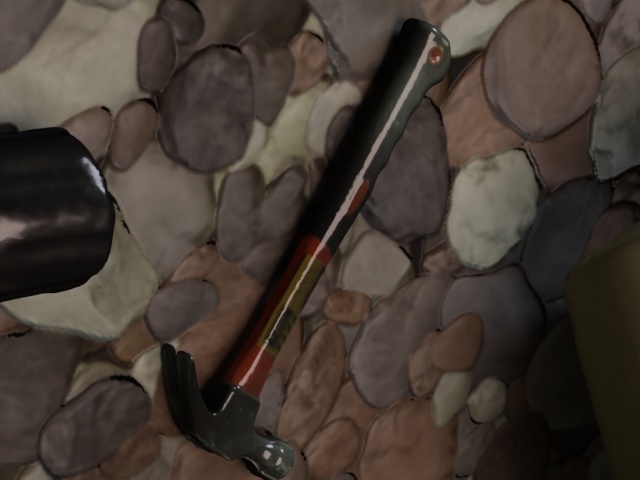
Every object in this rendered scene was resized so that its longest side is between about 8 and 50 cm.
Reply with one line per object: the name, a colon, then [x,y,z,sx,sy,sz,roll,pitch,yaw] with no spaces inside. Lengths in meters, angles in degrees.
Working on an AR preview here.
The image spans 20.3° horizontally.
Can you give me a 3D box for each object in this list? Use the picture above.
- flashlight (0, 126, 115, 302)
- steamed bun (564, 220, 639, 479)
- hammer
flashlight: [-0.291,0.009,0.835,0.424,0.103,0.103,-11,111,-34]
steamed bun: [0.401,0.090,1.154,0.455,0.290,0.371,-14,73,-4]
hammer: [0.000,0.000,1.069,0.111,0.033,0.288,32,85,-38]
